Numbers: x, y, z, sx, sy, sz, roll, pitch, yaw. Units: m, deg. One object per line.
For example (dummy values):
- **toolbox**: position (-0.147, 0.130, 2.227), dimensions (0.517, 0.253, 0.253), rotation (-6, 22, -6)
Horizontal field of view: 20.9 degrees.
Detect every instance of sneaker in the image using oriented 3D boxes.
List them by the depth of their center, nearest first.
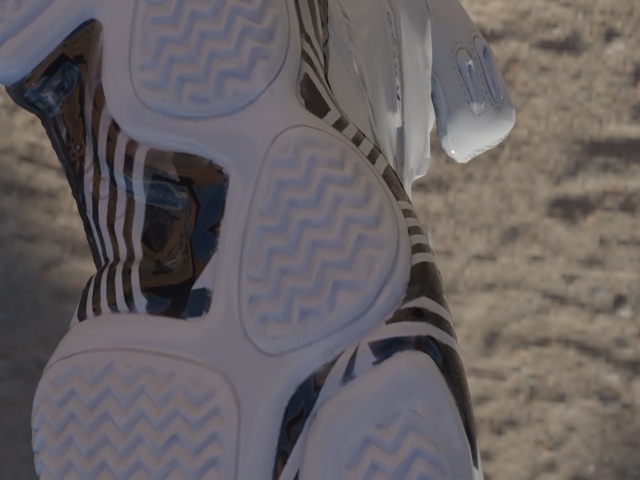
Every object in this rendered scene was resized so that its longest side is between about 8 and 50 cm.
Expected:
- **sneaker**: position (0.000, 0.000, 0.586), dimensions (0.137, 0.366, 0.210), rotation (-29, 159, 24)
